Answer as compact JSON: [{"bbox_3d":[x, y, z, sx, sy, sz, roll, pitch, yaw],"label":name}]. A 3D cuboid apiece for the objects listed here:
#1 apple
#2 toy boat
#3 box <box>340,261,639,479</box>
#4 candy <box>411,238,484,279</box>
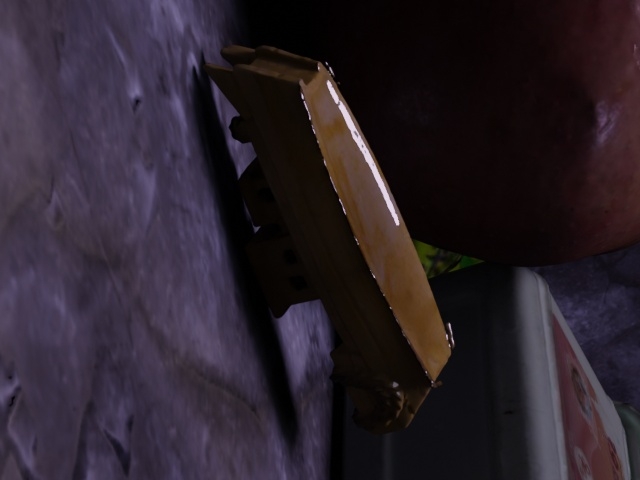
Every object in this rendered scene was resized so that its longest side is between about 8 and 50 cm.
[{"bbox_3d":[0.119,-0.106,0.998,0.306,0.305,0.235,-13,110,-80],"label":"apple"},{"bbox_3d":[0.000,0.000,0.806,0.206,0.072,0.064,65,30,-18],"label":"toy boat"},{"bbox_3d":[0.097,0.163,0.959,0.312,0.175,0.182,-87,154,-52],"label":"box"},{"bbox_3d":[0.095,-0.032,1.285,0.149,0.069,0.246,11,91,-65],"label":"candy"}]
